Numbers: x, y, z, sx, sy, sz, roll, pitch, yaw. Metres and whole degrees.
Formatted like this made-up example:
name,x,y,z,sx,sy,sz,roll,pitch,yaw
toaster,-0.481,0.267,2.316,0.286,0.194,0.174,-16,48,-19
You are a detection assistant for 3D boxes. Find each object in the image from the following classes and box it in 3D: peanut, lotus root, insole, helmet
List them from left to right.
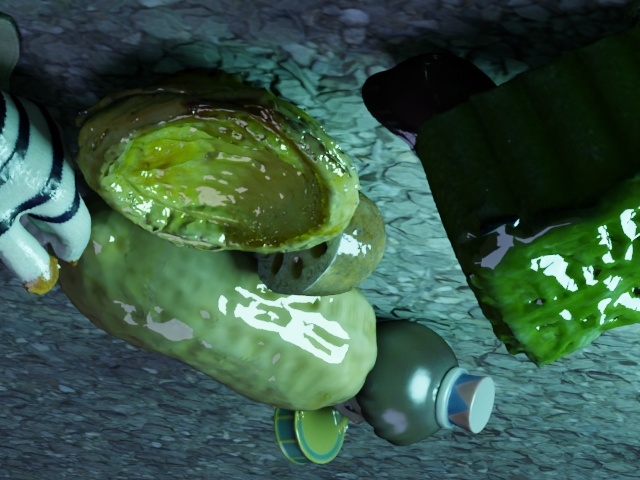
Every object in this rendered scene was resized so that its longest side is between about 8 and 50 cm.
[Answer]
name,x,y,z,sx,sy,sz,roll,pitch,yaw
insole,-0.302,-0.160,1.686,0.063,0.010,0.192,11,157,-6
peanut,-0.107,0.055,1.942,0.387,0.169,0.192,27,-179,-27
lotus root,0.000,0.003,1.838,0.122,0.112,0.081,-14,155,41
helmet,0.103,-0.115,1.551,0.123,0.098,0.070,24,125,-34

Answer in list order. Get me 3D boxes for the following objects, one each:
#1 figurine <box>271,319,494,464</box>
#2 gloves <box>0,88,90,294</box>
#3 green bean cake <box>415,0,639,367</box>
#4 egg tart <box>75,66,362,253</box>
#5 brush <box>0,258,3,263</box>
name,x,y,z,sx,sy,sz,roll,pitch,yaw
figurine,0.067,0.175,2.172,0.276,0.158,0.161,-11,160,41
gloves,-0.274,-0.050,1.743,0.131,0.140,0.219,-43,140,4
green bean cake,0.225,-0.035,1.506,0.250,0.156,0.247,-24,148,5
egg tart,-0.091,-0.078,1.711,0.279,0.095,0.279,7,152,4
brush,-0.358,-0.030,1.976,0.070,0.065,0.327,3,168,-3
